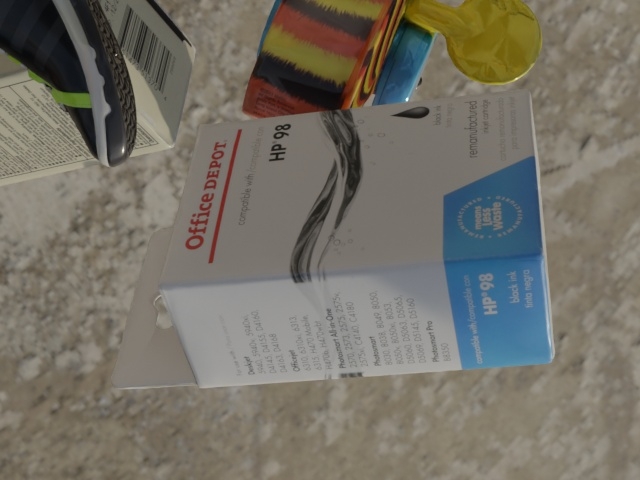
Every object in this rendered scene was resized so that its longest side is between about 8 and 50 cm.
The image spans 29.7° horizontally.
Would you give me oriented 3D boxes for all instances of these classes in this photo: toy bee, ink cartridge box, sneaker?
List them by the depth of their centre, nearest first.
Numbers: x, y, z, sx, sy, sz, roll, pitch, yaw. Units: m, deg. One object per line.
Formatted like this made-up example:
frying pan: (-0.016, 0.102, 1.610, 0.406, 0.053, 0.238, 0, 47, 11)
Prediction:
ink cartridge box: (0.000, 0.000, 0.491, 0.180, 0.104, 0.060, -5, 131, 11)
toy bee: (0.022, -0.161, 0.712, 0.195, 0.298, 0.162, 15, 108, -16)
sneaker: (-0.209, -0.156, 0.875, 0.097, 0.084, 0.234, -21, 94, 3)

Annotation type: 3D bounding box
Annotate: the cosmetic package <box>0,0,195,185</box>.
cosmetic package: (-0.290, -0.153, 1.178, 0.153, 0.296, 0.129, 48, 41, -47)
